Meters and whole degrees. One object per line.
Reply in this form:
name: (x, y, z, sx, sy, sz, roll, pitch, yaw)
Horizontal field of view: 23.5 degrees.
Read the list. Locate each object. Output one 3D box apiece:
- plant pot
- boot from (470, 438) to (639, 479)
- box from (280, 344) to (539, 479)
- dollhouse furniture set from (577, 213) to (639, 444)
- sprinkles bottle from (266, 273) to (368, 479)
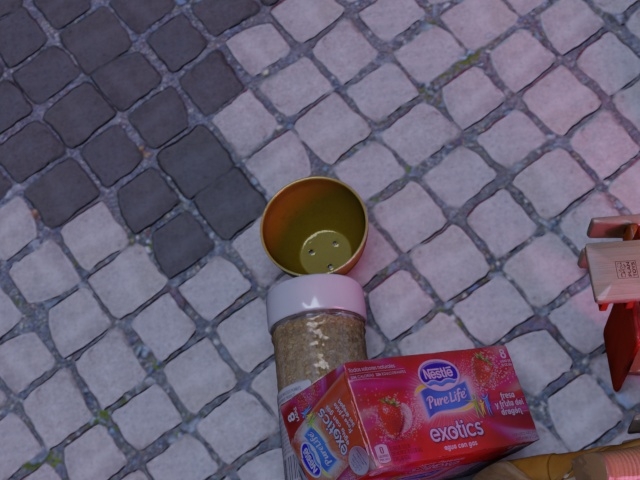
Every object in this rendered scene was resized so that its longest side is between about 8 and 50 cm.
plant pot: (0.000, 0.000, 1.912, 0.134, 0.095, 0.134, -4, 67, 9)
boot: (0.314, 0.285, 1.717, 0.211, 0.295, 0.104, 4, 69, -31)
box: (0.100, 0.202, 1.707, 0.256, 0.128, 0.123, -3, 66, -40)
dollhouse furniture set: (0.348, 0.085, 1.722, 0.135, 0.259, 0.262, -5, 61, -3)
sprinkles bottle: (0.010, 0.221, 1.801, 0.121, 0.121, 0.355, -9, 66, 6)
